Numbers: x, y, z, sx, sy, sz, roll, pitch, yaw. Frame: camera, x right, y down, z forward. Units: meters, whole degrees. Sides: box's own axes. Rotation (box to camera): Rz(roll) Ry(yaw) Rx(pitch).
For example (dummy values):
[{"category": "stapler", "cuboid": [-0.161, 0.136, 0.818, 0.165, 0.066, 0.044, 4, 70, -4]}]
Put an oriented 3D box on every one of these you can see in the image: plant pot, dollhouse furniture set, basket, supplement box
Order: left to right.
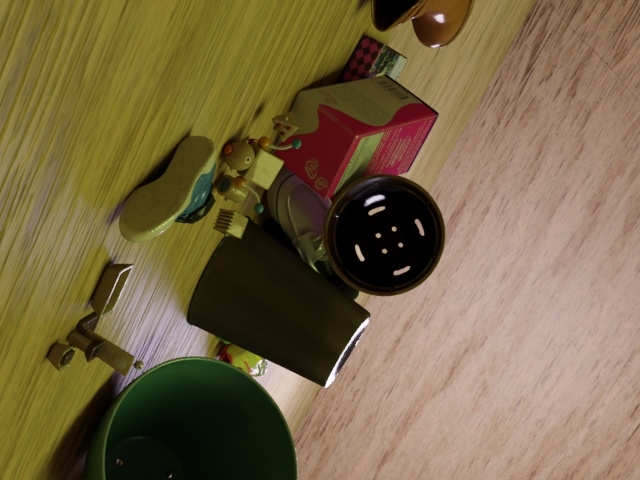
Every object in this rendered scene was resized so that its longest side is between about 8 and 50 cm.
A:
[{"category": "dollhouse furniture set", "cuboid": [-0.218, 0.091, 1.184, 0.114, 0.081, 0.091, -62, 170, 21]}, {"category": "plant pot", "cuboid": [-0.204, 0.322, 1.528, 0.195, 0.290, 0.290, -29, -162, 51]}, {"category": "basket", "cuboid": [-0.055, 0.104, 1.630, 0.154, 0.227, 0.204, -48, 167, -49]}, {"category": "supplement box", "cuboid": [0.052, -0.152, 1.586, 0.220, 0.111, 0.114, -19, 143, -52]}, {"category": "plant pot", "cuboid": [0.096, -0.003, 1.589, 0.167, 0.167, 0.165, -59, 172, 1]}]

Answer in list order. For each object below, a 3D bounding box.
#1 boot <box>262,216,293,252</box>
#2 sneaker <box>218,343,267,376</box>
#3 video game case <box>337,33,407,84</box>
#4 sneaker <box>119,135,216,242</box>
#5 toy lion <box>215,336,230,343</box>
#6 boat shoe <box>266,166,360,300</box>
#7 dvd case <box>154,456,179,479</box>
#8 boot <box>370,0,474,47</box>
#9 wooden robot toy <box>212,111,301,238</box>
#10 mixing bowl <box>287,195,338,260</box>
[{"category": "boot", "cuboid": [-0.051, 0.073, 1.749, 0.077, 0.198, 0.137, -26, 154, -17]}, {"category": "sneaker", "cuboid": [-0.147, 0.211, 2.010, 0.094, 0.081, 0.208, -25, 166, -18]}, {"category": "video game case", "cuboid": [0.050, -0.206, 1.764, 0.232, 0.042, 0.210, -60, 170, 10]}, {"category": "sneaker", "cuboid": [-0.157, -0.034, 1.174, 0.084, 0.058, 0.152, 96, 19, -50]}, {"category": "toy lion", "cuboid": [-0.129, 0.111, 1.742, 0.034, 0.096, 0.100, 111, -27, -64]}, {"category": "boat shoe", "cuboid": [0.003, -0.007, 1.685, 0.095, 0.084, 0.258, -40, 133, -10]}, {"category": "dvd case", "cuboid": [-0.316, 0.411, 1.647, 0.165, 0.018, 0.221, -21, -157, 49]}, {"category": "boot", "cuboid": [0.147, -0.349, 1.601, 0.220, 0.109, 0.283, -53, 167, -38]}, {"category": "wooden robot toy", "cuboid": [-0.097, -0.093, 1.362, 0.079, 0.076, 0.173, 27, 96, -45]}, {"category": "mixing bowl", "cuboid": [-0.009, -0.028, 1.851, 0.181, 0.098, 0.181, -56, 171, -14]}]
